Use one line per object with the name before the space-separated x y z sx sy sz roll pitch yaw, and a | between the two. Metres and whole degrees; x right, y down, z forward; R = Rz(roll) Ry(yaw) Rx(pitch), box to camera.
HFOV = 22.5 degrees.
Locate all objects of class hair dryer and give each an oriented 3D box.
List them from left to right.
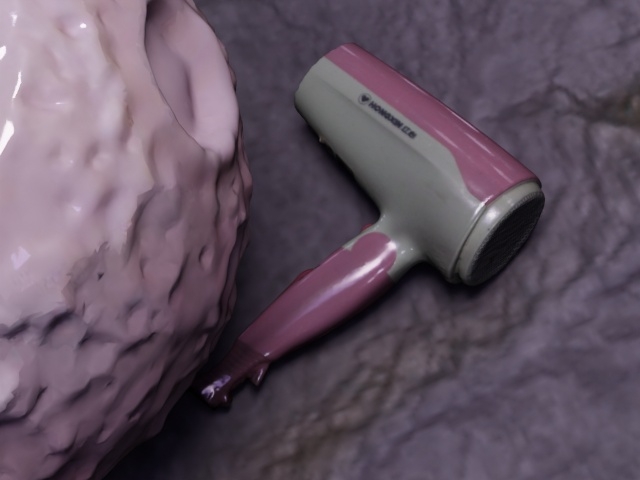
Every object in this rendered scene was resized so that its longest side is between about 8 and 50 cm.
hair dryer | 0.003 0.006 0.640 0.106 0.054 0.154 39 84 18

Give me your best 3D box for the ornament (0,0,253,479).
ornament | -0.152 -0.018 0.563 0.259 0.225 0.259 -1 73 4
